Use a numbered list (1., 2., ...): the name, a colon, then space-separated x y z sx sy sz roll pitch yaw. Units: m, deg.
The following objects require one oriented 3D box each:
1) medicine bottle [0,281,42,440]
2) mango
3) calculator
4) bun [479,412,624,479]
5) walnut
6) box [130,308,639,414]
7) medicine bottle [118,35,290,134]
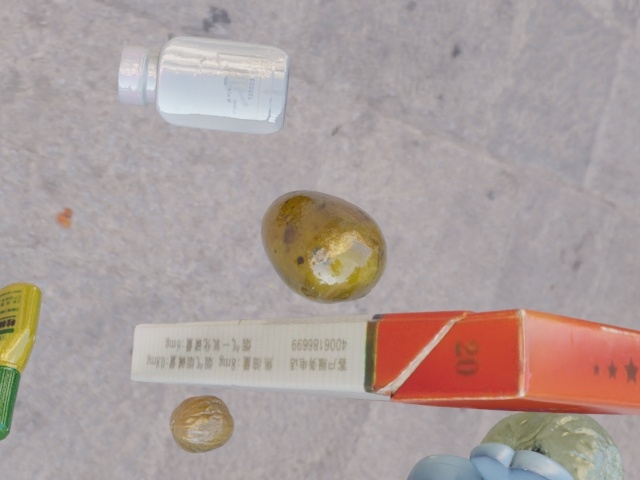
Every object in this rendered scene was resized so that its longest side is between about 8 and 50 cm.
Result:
1. medicine bottle: -0.470 0.178 1.459 0.095 0.260 0.064 -23 136 18
2. mango: -0.003 -0.005 1.577 0.176 0.329 0.176 -32 121 -2
3. calculator: 0.157 0.267 0.850 0.042 0.188 0.302 -55 155 -33
4. bun: 0.298 0.329 1.327 0.108 0.221 0.221 10 95 -45
5. walnut: -0.205 0.323 1.707 0.124 0.105 0.105 14 93 -43
6. box: 0.034 0.057 0.450 0.139 0.245 0.035 13 78 -42
7. medicine bottle: -0.205 -0.280 1.738 0.296 0.111 0.161 4 102 -4
